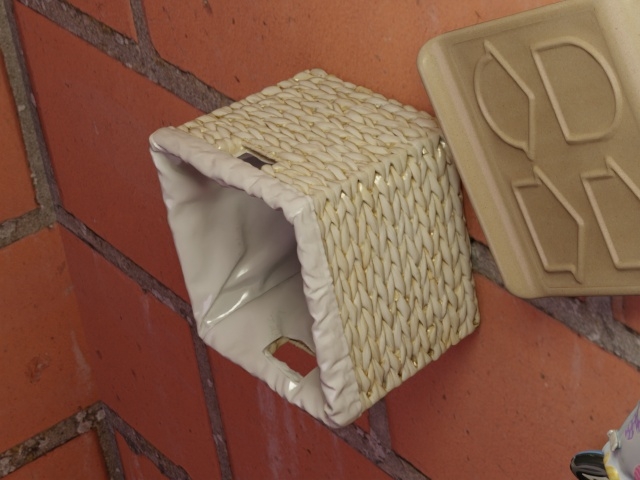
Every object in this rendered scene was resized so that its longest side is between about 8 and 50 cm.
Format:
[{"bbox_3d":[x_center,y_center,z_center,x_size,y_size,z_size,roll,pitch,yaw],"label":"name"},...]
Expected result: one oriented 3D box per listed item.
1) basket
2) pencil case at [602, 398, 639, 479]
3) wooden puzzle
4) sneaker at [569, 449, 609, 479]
[{"bbox_3d":[0.000,0.000,2.165,0.328,0.266,0.331,28,137,48],"label":"basket"},{"bbox_3d":[0.386,0.183,1.827,0.124,0.113,0.273,43,147,24],"label":"pencil case"},{"bbox_3d":[0.279,-0.097,1.807,0.348,0.080,0.322,-8,108,57],"label":"wooden puzzle"},{"bbox_3d":[0.361,0.327,2.043,0.188,0.078,0.067,52,151,20],"label":"sneaker"}]
